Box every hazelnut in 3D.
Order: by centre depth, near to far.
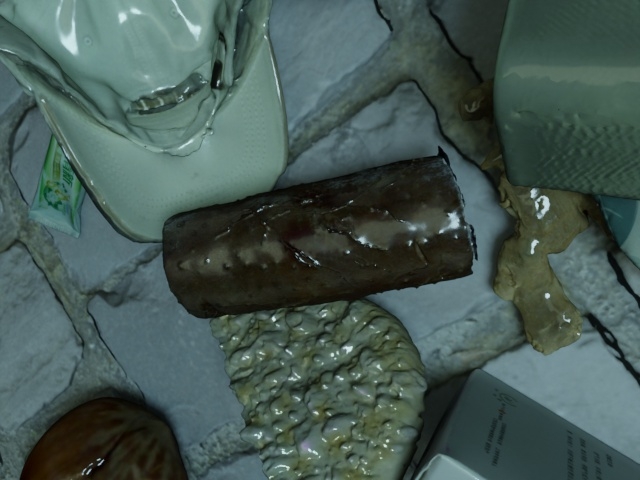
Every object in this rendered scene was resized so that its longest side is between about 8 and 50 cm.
[{"bbox_3d":[-0.259,0.297,0.732,0.212,0.181,0.181,46,133,21],"label":"hazelnut"}]

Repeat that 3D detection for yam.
[{"bbox_3d":[0.000,0.002,0.584,0.279,0.131,0.131,-12,93,14],"label":"yam"}]

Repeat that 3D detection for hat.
[{"bbox_3d":[-0.161,-0.153,0.650,0.257,0.168,0.301,-23,116,-13],"label":"hat"}]

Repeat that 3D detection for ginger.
[{"bbox_3d":[0.216,-0.027,0.551,0.149,0.065,0.259,-9,92,20],"label":"ginger"}]

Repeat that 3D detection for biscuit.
[{"bbox_3d":[0.009,0.134,0.589,0.179,0.084,0.281,-29,42,-2],"label":"biscuit"}]

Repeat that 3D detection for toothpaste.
[{"bbox_3d":[-0.290,-0.145,0.751,0.074,0.048,0.297,24,109,4],"label":"toothpaste"}]

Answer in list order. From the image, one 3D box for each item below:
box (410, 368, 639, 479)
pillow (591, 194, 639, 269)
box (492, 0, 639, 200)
[{"bbox_3d":[0.222,0.252,0.513,0.299,0.200,0.106,29,107,16],"label":"box"},{"bbox_3d":[0.328,-0.061,0.472,0.214,0.086,0.233,42,99,15],"label":"pillow"},{"bbox_3d":[0.310,-0.186,0.370,0.343,0.177,0.352,9,76,23],"label":"box"}]
